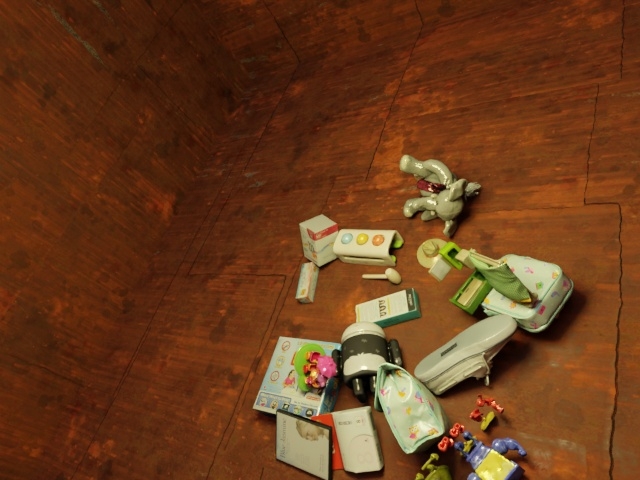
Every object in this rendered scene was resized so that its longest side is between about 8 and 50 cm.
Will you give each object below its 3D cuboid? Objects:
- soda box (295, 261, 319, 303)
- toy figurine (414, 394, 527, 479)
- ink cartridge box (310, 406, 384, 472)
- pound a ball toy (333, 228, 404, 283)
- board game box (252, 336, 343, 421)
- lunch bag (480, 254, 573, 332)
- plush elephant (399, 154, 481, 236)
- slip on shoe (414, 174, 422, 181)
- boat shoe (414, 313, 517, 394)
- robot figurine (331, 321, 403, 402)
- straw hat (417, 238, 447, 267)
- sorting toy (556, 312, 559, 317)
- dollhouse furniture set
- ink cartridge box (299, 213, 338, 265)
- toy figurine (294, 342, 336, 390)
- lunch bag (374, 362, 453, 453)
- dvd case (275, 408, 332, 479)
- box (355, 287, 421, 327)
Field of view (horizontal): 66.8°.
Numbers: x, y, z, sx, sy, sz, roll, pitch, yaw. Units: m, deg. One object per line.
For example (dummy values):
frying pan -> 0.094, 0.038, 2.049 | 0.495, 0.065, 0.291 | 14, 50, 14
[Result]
soda box -> -0.057, 0.190, 2.161 | 0.062, 0.058, 0.183 | -12, 49, 29
toy figurine -> 0.442, 0.636, 1.328 | 0.363, 0.191, 0.217 | -49, 47, -6
ink cartridge box -> 0.078, 0.665, 1.602 | 0.232, 0.066, 0.189 | -17, 79, 19
pound a ball toy -> 0.201, 0.053, 2.024 | 0.319, 0.136, 0.208 | 3, 58, 39
board game box -> -0.072, 0.537, 1.862 | 0.308, 0.086, 0.302 | -1, 55, 36
lunch bag -> 0.645, 0.169, 1.567 | 0.224, 0.107, 0.279 | -55, 21, -6
plush elephant -> 0.462, -0.166, 1.911 | 0.329, 0.272, 0.255 | 6, 30, 13
slip on shoe -> 0.488, -0.301, 2.177 | 0.135, 0.051, 0.041 | -16, 87, 15
boat shoe -> 0.485, 0.384, 1.531 | 0.367, 0.156, 0.136 | -40, 7, 20
robot figurine -> 0.161, 0.425, 1.721 | 0.174, 0.209, 0.278 | 123, 154, -44
straw hat -> 0.435, 0.034, 1.919 | 0.144, 0.061, 0.145 | -20, 45, 22
sorting toy -> 0.735, 0.214, 1.560 | 0.075, 0.045, 0.083 | 26, 76, 38
dollhouse furniture set -> 0.487, 0.140, 1.509 | 0.151, 0.197, 0.301 | -51, 20, -2
ink cartridge box -> 0.000, 0.000, 2.165 | 0.127, 0.176, 0.128 | -25, 34, -26
toy figurine -> -0.009, 0.456, 1.691 | 0.159, 0.130, 0.173 | -4, 73, 65
lunch bag -> 0.269, 0.502, 1.489 | 0.160, 0.223, 0.262 | -36, 62, 7
dvd case -> -0.061, 0.704, 1.687 | 0.252, 0.022, 0.181 | 2, 92, 40
box -> 0.257, 0.270, 1.856 | 0.244, 0.060, 0.101 | -20, 46, 23
